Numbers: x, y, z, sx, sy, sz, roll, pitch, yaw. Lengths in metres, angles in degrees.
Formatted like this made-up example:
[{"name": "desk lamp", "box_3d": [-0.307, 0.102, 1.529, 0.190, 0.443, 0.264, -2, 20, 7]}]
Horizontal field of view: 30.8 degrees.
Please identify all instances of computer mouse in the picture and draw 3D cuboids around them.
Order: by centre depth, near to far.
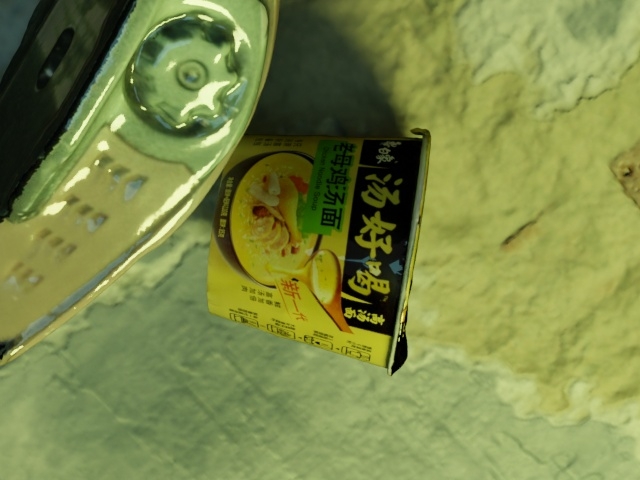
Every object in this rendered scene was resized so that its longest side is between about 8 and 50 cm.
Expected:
[{"name": "computer mouse", "box_3d": [-0.126, -0.048, 0.660, 0.115, 0.199, 0.389, 27, 108, -25]}]

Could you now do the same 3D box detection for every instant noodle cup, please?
[{"name": "instant noodle cup", "box_3d": [0.000, 0.000, 0.707, 0.122, 0.151, 0.151, 8, 110, 1]}]
